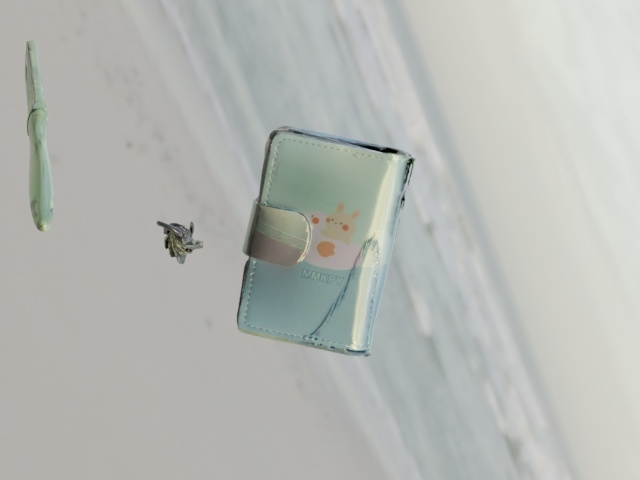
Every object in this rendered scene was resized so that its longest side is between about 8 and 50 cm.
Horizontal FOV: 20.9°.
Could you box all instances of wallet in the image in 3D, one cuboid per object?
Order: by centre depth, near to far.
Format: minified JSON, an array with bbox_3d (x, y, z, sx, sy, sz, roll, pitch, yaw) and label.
[{"bbox_3d":[0.000,0.000,2.021,0.075,0.176,0.250,-75,177,-75],"label":"wallet"}]

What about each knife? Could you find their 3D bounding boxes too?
[{"bbox_3d":[-0.237,-0.094,1.453,0.293,0.019,0.043,-108,-156,-56],"label":"knife"}]

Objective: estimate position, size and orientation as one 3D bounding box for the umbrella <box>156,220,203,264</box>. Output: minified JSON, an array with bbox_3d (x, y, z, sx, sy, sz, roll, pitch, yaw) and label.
[{"bbox_3d":[-0.137,0.006,1.783,0.269,0.044,0.044,73,41,-85],"label":"umbrella"}]
